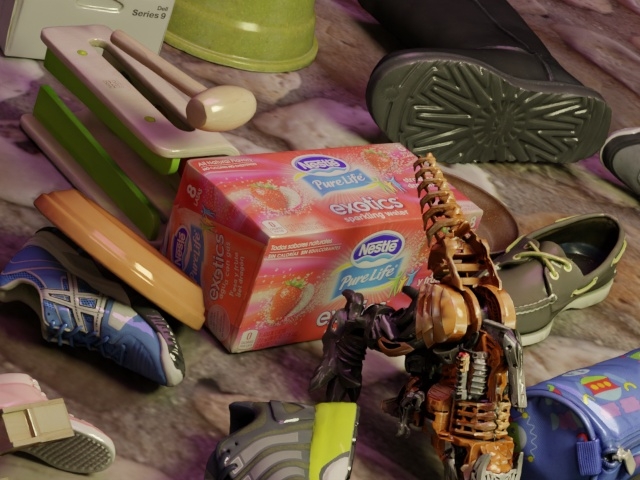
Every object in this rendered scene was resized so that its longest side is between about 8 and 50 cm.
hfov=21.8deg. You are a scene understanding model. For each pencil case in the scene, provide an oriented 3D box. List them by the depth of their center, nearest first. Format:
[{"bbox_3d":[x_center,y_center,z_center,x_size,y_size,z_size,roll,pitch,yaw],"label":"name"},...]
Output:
[{"bbox_3d":[0.305,0.173,1.633,0.133,0.119,0.306,12,17,42],"label":"pencil case"}]

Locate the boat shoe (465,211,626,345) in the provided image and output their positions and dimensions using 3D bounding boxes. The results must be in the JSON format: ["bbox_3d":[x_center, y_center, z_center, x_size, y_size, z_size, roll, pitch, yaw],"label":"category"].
[{"bbox_3d":[0.249,0.038,1.870,0.109,0.091,0.305,34,31,25],"label":"boat shoe"}]

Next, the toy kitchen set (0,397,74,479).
[{"bbox_3d":[-0.252,0.176,1.341,0.075,0.083,0.068,-4,72,-58],"label":"toy kitchen set"}]

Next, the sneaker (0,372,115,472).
[{"bbox_3d":[-0.234,0.149,1.406,0.134,0.051,0.070,14,33,-1],"label":"sneaker"}]

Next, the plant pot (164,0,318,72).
[{"bbox_3d":[-0.100,-0.406,2.265,0.276,0.254,0.276,15,28,-8],"label":"plant pot"}]

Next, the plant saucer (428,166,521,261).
[{"bbox_3d":[0.140,-0.026,1.975,0.199,0.036,0.198,15,28,-8],"label":"plant saucer"}]

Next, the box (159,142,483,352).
[{"bbox_3d":[0.000,0.000,1.725,0.300,0.142,0.154,-7,37,-40],"label":"box"}]

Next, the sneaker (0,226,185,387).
[{"bbox_3d":[-0.213,0.077,1.545,0.211,0.080,0.081,35,57,22],"label":"sneaker"}]

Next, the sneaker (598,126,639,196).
[{"bbox_3d":[0.480,-0.058,2.175,0.269,0.101,0.153,29,27,12],"label":"sneaker"}]

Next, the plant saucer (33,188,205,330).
[{"bbox_3d":[-0.185,0.012,1.588,0.200,0.037,0.200,37,-2,2],"label":"plant saucer"}]

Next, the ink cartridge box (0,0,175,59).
[{"bbox_3d":[-0.338,-0.344,2.142,0.211,0.121,0.289,2,33,-30],"label":"ink cartridge box"}]

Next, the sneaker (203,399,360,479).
[{"bbox_3d":[-0.041,0.225,1.363,0.121,0.111,0.300,9,22,2],"label":"sneaker"}]

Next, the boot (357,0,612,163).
[{"bbox_3d":[0.156,-0.277,2.313,0.367,0.146,0.445,10,31,-29],"label":"boot"}]

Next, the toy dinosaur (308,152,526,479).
[{"bbox_3d":[0.123,0.090,1.548,0.164,0.218,0.322,24,67,-25],"label":"toy dinosaur"}]

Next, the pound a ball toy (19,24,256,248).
[{"bbox_3d":[-0.179,-0.139,1.789,0.136,0.208,0.319,-7,37,-40],"label":"pound a ball toy"}]
